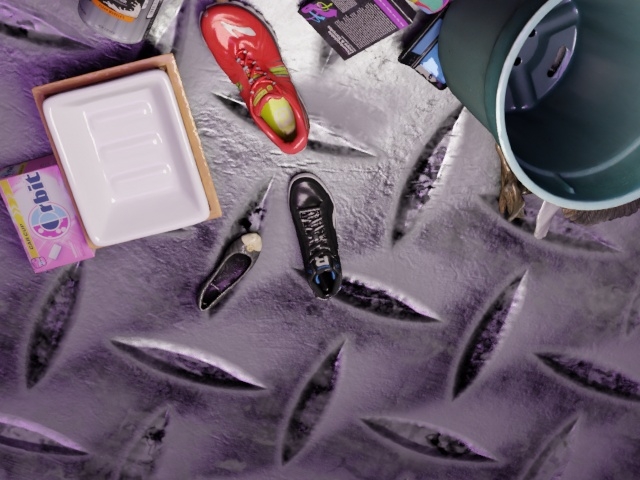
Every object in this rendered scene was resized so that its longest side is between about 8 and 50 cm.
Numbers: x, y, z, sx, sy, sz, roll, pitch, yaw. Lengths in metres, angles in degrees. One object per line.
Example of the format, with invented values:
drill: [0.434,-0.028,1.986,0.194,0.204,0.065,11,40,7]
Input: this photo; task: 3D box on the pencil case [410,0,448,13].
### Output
pencil case: [0.104,-0.445,1.769,0.236,0.104,0.104,29,109,-16]

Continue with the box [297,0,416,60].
box: [0.055,-0.357,1.794,0.116,0.029,0.162,44,140,-22]

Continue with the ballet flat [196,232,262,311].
ballet flat: [-0.157,0.058,2.008,0.057,0.049,0.173,32,109,-19]

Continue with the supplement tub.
supplement tub: [-0.281,-0.402,1.722,0.117,0.117,0.190,21,123,-15]

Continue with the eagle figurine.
eagle figurine: [0.442,-0.135,1.902,0.298,0.226,0.225,-9,96,4]

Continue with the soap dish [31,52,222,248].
soap dish: [-0.307,-0.148,1.857,0.229,0.118,0.291,-14,116,1]

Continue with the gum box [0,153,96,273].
gum box: [-0.454,-0.042,1.924,0.107,0.062,0.188,-16,116,2]

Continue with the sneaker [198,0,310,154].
sneaker: [-0.093,-0.258,1.825,0.107,0.118,0.279,-31,114,9]

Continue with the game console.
game console: [0.199,-0.311,1.854,0.071,0.107,0.122,45,106,14]

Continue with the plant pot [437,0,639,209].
plant pot: [0.348,-0.260,1.702,0.341,0.334,0.341,-7,114,-16]

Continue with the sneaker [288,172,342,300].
sneaker: [0.000,0.000,1.955,0.079,0.121,0.217,-14,116,0]
